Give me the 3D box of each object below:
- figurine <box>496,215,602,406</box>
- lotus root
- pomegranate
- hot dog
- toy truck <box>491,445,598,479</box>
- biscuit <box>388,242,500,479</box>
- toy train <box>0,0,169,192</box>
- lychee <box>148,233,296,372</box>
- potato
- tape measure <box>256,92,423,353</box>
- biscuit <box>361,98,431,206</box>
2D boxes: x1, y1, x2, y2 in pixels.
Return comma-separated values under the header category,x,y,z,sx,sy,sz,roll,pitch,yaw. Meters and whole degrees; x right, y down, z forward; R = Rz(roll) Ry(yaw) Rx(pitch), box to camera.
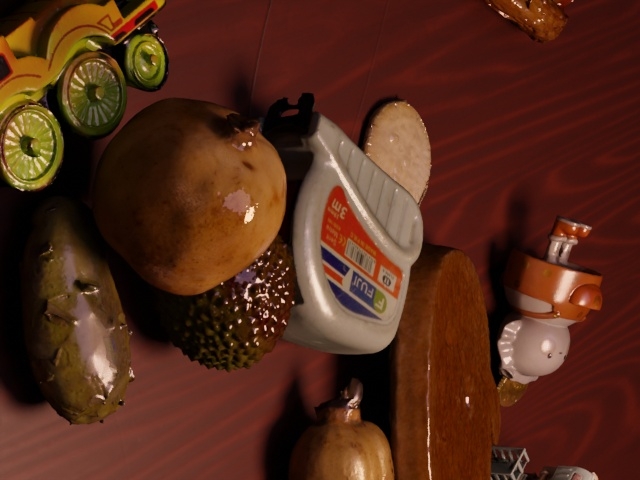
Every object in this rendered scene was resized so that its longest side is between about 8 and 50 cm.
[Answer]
category,x,y,z,sx,sy,sz,roll,pitch,yaw
figurine,0.296,0.096,2.355,0.143,0.143,0.271,7,119,-53
lotus root,0.024,0.269,1.988,0.125,0.118,0.221,-28,113,-66
pomegranate,-0.119,-0.052,1.636,0.196,0.196,0.196,-3,94,-53
hot dog,0.276,-0.357,2.322,0.227,0.099,0.160,24,73,-54
toy truck,0.288,0.335,2.297,0.080,0.178,0.115,-54,130,-38
biscuit,0.152,0.207,2.168,0.350,0.070,0.394,32,57,-66
toy train,-0.255,-0.163,1.613,0.296,0.100,0.160,-47,125,-42
lychee,-0.102,0.054,1.788,0.171,0.171,0.171,-3,94,-53
potato,-0.237,0.068,1.654,0.117,0.090,0.225,-28,111,-66
tape measure,0.001,-0.001,1.943,0.243,0.125,0.246,38,60,-45
biscuit,0.096,-0.100,2.151,0.152,0.020,0.152,-2,93,-53
